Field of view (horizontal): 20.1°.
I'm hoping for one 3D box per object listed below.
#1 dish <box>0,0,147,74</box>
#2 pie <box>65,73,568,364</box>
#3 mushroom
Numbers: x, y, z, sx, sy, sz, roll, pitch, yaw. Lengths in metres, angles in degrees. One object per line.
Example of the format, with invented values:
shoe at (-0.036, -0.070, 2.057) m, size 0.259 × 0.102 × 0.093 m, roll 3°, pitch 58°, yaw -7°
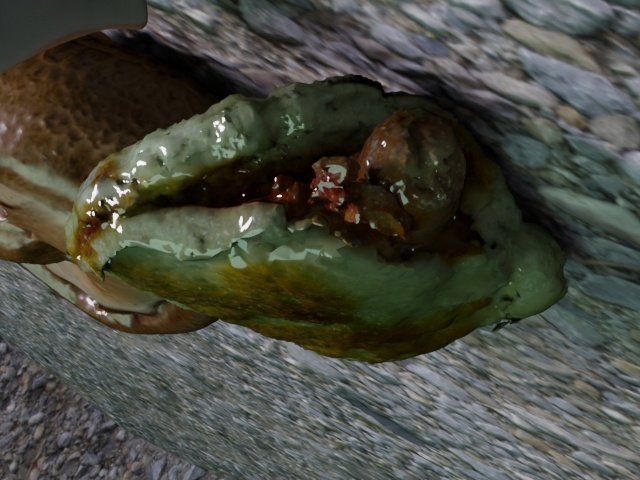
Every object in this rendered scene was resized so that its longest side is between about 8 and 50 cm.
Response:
dish at (-0.206, -0.168, 0.958) m, size 0.212 × 0.151 × 0.077 m, roll 27°, pitch 124°, yaw 26°
pie at (-0.007, 0.002, 0.986) m, size 0.257 × 0.105 × 0.274 m, roll -8°, pitch 158°, yaw 25°
mushroom at (-0.139, -0.039, 1.158) m, size 0.253 × 0.153 × 0.253 m, roll 25°, pitch 161°, yaw 9°
